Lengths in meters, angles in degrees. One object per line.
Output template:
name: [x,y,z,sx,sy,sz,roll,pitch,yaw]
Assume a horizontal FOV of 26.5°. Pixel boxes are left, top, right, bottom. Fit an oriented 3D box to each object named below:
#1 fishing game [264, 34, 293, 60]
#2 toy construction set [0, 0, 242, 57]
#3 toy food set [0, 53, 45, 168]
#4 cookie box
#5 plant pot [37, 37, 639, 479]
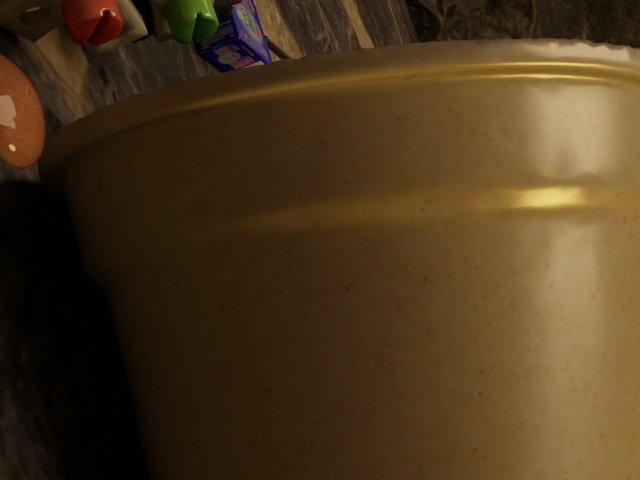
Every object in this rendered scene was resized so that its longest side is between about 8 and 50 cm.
fishing game: [0.023,-0.090,1.367,0.264,0.041,0.189,51,0,-33]
toy construction set: [-0.120,-0.240,0.807,0.215,0.151,0.328,101,-15,-64]
toy food set: [-0.158,-0.049,0.525,0.218,0.071,0.128,-85,153,-63]
cookie box: [-0.085,-0.202,1.158,0.092,0.040,0.107,28,44,-72]
plant pot: [0.039,0.094,0.684,0.334,0.333,0.305,25,58,-73]
